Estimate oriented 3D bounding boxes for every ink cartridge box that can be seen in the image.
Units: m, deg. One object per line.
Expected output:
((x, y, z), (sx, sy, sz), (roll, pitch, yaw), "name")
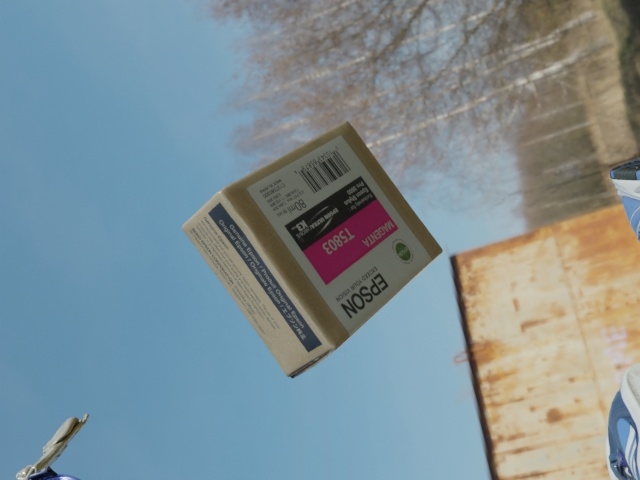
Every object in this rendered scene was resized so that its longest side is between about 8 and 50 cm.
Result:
((0.000, 0.000, 0.914), (0.193, 0.088, 0.234), (53, -137, 1), "ink cartridge box")

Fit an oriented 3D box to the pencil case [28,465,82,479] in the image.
((-0.286, 0.418, 1.026), (0.119, 0.133, 0.306), (-69, -29, -52), "pencil case")

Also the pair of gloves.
((-0.603, 0.476, 1.849), (0.042, 0.240, 0.204), (41, -142, -2), "pair of gloves")

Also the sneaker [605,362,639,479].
((0.559, 0.386, 1.400), (0.323, 0.130, 0.236), (-93, -4, -48), "sneaker")

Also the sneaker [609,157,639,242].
((0.315, -0.025, 0.664), (0.211, 0.080, 0.081), (-155, 47, -73), "sneaker")
